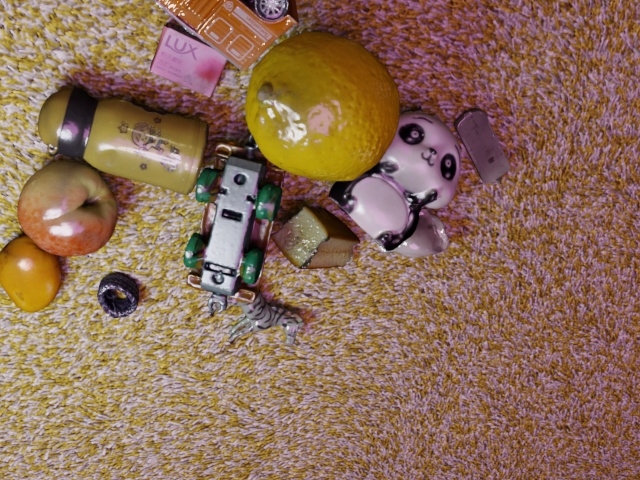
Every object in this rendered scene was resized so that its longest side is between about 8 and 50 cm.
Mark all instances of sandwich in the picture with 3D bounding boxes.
[{"bbox_3d":[0.000,0.000,1.914,0.122,0.128,0.235,-45,160,15],"label":"sandwich"}]

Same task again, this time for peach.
[{"bbox_3d":[-0.576,-0.068,1.740,0.232,0.232,0.233,-4,119,-8],"label":"peach"}]

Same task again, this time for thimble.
[{"bbox_3d":[-0.503,0.136,1.924,0.095,0.066,0.104,-12,119,-1],"label":"thimble"}]

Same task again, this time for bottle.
[{"bbox_3d":[-0.430,-0.225,1.679,0.351,0.171,0.171,16,115,-18],"label":"bottle"}]

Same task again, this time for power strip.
[{"bbox_3d":[0.403,-0.228,1.911,0.080,0.029,0.227,-31,119,5],"label":"power strip"}]

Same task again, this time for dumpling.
[{"bbox_3d":[0.234,-0.020,1.958,0.188,0.108,0.127,5,92,3],"label":"dumpling"}]

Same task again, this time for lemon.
[{"bbox_3d":[0.008,-0.274,1.611,0.336,0.336,0.336,-4,119,-8],"label":"lemon"}]

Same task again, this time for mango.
[{"bbox_3d":[-0.692,0.086,1.842,0.144,0.112,0.219,1,130,-11],"label":"mango"}]

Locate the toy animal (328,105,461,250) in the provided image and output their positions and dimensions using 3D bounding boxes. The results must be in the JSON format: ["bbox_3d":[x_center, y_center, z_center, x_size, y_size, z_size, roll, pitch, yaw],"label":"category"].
[{"bbox_3d":[0.185,-0.154,1.808,0.310,0.251,0.251,-45,117,3],"label":"toy animal"}]

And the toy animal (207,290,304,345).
[{"bbox_3d":[-0.181,0.200,2.012,0.170,0.090,0.255,-46,119,10],"label":"toy animal"}]

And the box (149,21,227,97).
[{"bbox_3d":[-0.284,-0.392,1.678,0.156,0.060,0.111,19,112,-20],"label":"box"}]

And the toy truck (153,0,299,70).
[{"bbox_3d":[-0.239,-0.530,1.546,0.387,0.173,0.207,35,116,-28],"label":"toy truck"}]

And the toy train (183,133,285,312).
[{"bbox_3d":[-0.186,-0.044,1.788,0.178,0.249,0.429,15,103,4],"label":"toy train"}]
